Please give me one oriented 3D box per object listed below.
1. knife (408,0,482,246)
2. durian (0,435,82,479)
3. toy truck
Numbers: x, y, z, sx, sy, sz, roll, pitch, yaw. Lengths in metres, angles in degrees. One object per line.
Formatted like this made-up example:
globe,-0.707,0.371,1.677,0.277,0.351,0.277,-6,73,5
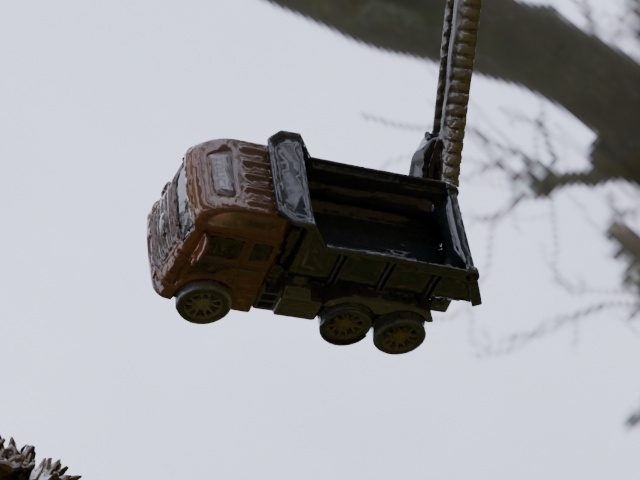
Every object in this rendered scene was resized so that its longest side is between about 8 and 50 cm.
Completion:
knife,0.101,-0.134,1.505,0.043,0.089,0.365,2,-79,-21
durian,-0.328,0.289,1.362,0.384,0.347,0.348,-22,-41,-31
toy truck,0.000,0.000,1.087,0.192,0.083,0.092,10,-46,-20
